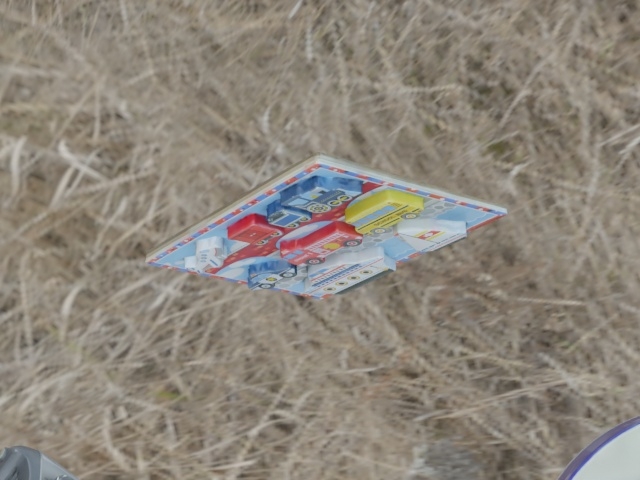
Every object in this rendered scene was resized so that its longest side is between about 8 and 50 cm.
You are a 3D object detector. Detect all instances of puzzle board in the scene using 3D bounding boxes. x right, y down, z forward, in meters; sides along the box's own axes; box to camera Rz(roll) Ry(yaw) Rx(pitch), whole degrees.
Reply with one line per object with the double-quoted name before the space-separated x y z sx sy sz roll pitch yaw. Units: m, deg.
"puzzle board" 0.000 0.000 0.601 0.096 0.128 0.011 14 65 -34

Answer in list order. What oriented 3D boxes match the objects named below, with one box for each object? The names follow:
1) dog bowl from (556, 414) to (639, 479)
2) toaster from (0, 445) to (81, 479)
"dog bowl" 0.289 0.254 1.074 0.265 0.104 0.264 -1 82 7
"toaster" -0.181 0.246 0.869 0.146 0.129 0.227 34 103 -19
